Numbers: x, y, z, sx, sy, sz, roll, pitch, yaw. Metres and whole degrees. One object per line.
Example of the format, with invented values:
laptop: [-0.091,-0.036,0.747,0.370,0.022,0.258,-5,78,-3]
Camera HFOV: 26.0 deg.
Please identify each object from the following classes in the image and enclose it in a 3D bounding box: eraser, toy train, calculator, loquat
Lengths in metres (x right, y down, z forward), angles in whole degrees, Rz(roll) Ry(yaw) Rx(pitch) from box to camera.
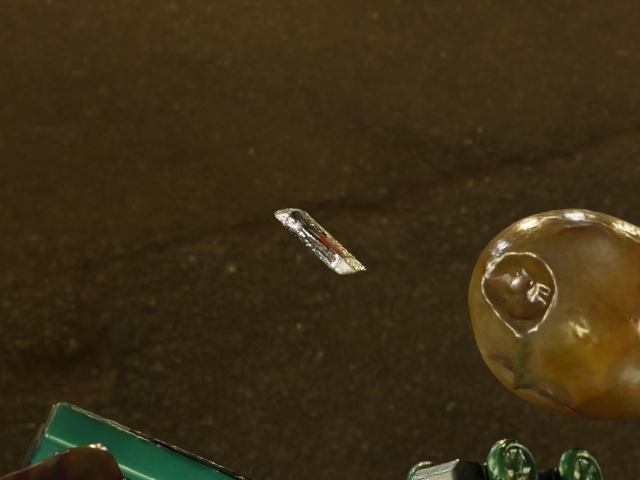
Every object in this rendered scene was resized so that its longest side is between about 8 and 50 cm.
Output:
eraser: [0.000,0.000,1.233,0.099,0.019,0.027,43,23,24]
toy train: [0.133,0.212,0.954,0.228,0.091,0.136,16,61,-43]
calculator: [-0.203,0.276,1.513,0.248,0.274,0.058,24,62,-8]
loquat: [0.220,0.064,1.138,0.179,0.179,0.227,35,8,40]

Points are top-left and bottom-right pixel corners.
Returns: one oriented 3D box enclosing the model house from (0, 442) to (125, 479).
model house: [-0.154,0.222,0.319,0.317,0.297,0.282,-14,-5,19]
